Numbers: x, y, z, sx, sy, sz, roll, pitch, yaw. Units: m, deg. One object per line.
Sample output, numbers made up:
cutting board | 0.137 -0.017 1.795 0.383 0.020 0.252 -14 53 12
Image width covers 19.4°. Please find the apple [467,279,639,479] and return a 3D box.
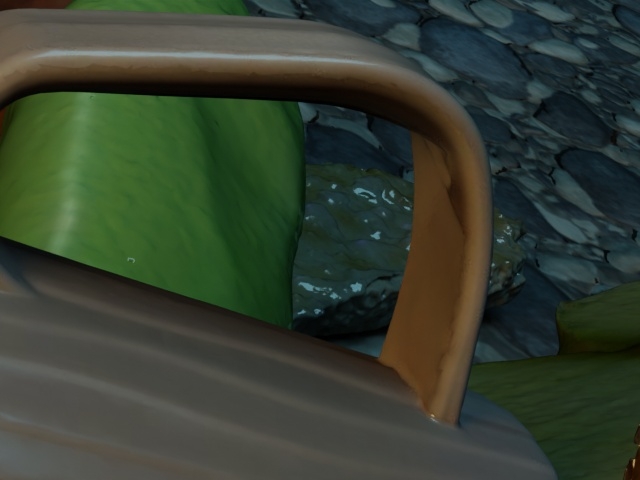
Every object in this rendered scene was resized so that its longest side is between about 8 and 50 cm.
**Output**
apple | 0.202 0.076 0.708 0.360 0.320 0.312 -1 -33 44

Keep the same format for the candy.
candy | -0.084 -0.003 0.794 0.142 0.132 0.343 33 28 -17

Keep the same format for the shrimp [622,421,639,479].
shrimp | 0.073 0.157 0.553 0.052 0.251 0.143 6 11 -33

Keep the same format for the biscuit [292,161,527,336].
biscuit | -0.001 0.002 1.010 0.141 0.038 0.290 38 31 31

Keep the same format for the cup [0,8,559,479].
cup | -0.082 0.079 0.524 0.273 0.288 0.208 17 -14 -27

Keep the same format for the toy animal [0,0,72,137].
toy animal | -0.234 -0.168 0.971 0.281 0.169 0.195 36 -16 30
